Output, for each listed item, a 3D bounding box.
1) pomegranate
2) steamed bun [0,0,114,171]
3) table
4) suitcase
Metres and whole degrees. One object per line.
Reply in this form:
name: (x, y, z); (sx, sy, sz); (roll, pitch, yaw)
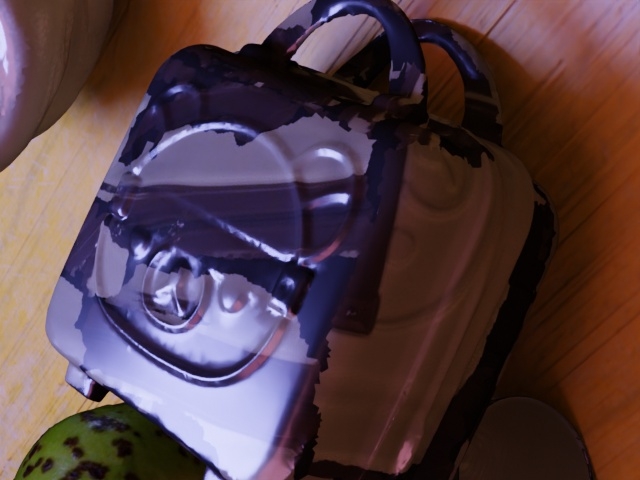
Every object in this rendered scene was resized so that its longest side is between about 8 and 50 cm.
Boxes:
pomegranate: (-0.131, 0.233, 1.462); (0.286, 0.231, 0.230); (-21, 88, 25)
steamed bun: (-0.346, -0.219, 1.490); (0.368, 0.255, 0.342); (10, 95, 19)
table: (0.075, 0.184, 1.229); (0.220, 0.126, 0.126); (-19, 89, 52)
suitcase: (0.000, 0.000, 1.170); (0.351, 0.194, 0.339); (26, 92, 50)
